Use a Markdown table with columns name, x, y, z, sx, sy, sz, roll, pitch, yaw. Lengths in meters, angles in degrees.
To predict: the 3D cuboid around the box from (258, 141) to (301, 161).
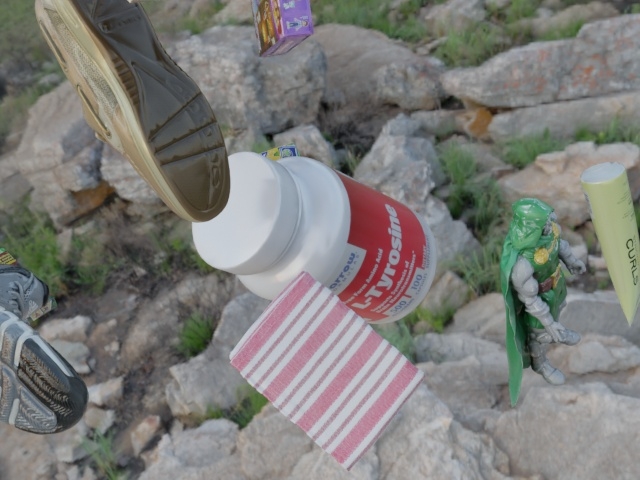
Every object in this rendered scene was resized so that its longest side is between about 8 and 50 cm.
| name | x | y | z | sx | sy | sz | roll | pitch | yaw |
| --- | --- | --- | --- | --- | --- | --- | --- | --- | --- |
| box | -0.121 | -0.145 | 1.400 | 0.168 | 0.059 | 0.054 | -24 | 79 | -29 |

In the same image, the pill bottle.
| name | x | y | z | sx | sy | sz | roll | pitch | yaw |
| --- | --- | --- | --- | --- | --- | --- | --- | --- | --- |
| pill bottle | 0.000 | 0.000 | 1.108 | 0.229 | 0.407 | 0.229 | -12 | 70 | 36 |

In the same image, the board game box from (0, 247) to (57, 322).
| name | x | y | z | sx | sy | sz | roll | pitch | yaw |
| --- | --- | --- | --- | --- | --- | --- | --- | --- | --- |
| board game box | -0.521 | 0.116 | 0.949 | 0.136 | 0.030 | 0.259 | 38 | 50 | 20 |

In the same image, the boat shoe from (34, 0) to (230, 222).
| name | x | y | z | sx | sy | sz | roll | pitch | yaw |
| --- | --- | --- | --- | --- | --- | --- | --- | --- | --- |
| boat shoe | -0.227 | -0.170 | 0.836 | 0.110 | 0.341 | 0.121 | -22 | 9 | 41 |

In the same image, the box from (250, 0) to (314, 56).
| name | x | y | z | sx | sy | sz | roll | pitch | yaw |
| --- | --- | --- | --- | --- | --- | --- | --- | --- | --- |
| box | -0.085 | -0.484 | 1.182 | 0.057 | 0.294 | 0.201 | -11 | 8 | -16 |

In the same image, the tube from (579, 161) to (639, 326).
| name | x | y | z | sx | sy | sz | roll | pitch | yaw |
| --- | --- | --- | --- | --- | --- | --- | --- | --- | --- |
| tube | 0.439 | 0.003 | 0.994 | 0.070 | 0.240 | 0.062 | -25 | 23 | -3 |

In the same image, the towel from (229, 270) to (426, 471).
| name | x | y | z | sx | sy | sz | roll | pitch | yaw |
| --- | --- | --- | --- | --- | --- | --- | --- | --- | --- |
| towel | 0.006 | 0.149 | 0.797 | 0.197 | 0.029 | 0.144 | 40 | 87 | 11 |

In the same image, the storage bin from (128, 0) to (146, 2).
| name | x | y | z | sx | sy | sz | roll | pitch | yaw |
| --- | --- | --- | --- | --- | --- | --- | --- | --- | --- |
| storage bin | -0.063 | -0.360 | 0.598 | 0.123 | 0.260 | 0.262 | 48 | 35 | 3 |

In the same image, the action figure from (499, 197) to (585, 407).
| name | x | y | z | sx | sy | sz | roll | pitch | yaw |
| --- | --- | --- | --- | --- | --- | --- | --- | --- | --- |
| action figure | 0.195 | 0.044 | 0.601 | 0.063 | 0.232 | 0.137 | 12 | 58 | 31 |

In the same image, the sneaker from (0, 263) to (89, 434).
| name | x | y | z | sx | sy | sz | roll | pitch | yaw |
| --- | --- | --- | --- | --- | --- | --- | --- | --- | --- |
| sneaker | -0.266 | 0.072 | 0.598 | 0.228 | 0.086 | 0.132 | 27 | 19 | 14 |
